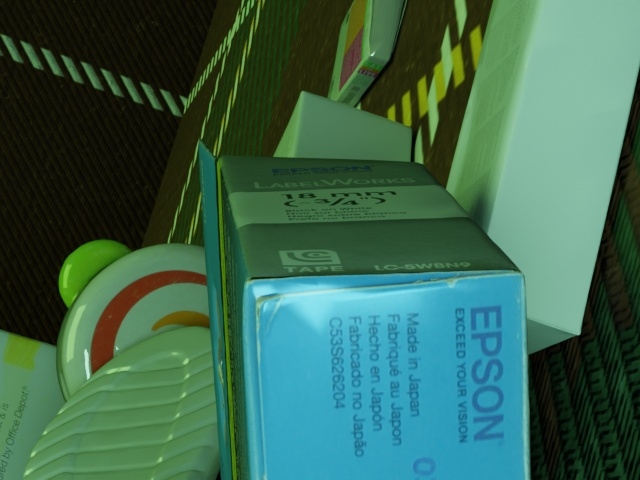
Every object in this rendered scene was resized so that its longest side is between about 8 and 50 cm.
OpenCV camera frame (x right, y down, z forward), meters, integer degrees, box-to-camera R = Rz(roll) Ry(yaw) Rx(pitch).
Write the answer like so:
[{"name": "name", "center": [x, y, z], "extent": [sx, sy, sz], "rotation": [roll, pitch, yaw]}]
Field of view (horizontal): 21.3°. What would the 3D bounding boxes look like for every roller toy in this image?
[{"name": "roller toy", "center": [-0.127, 0.100, 1.469], "extent": [0.146, 0.209, 0.191], "rotation": [157, 121, -77]}]

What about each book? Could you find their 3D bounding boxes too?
[{"name": "book", "center": [0.038, -0.177, 1.527], "extent": [0.144, 0.035, 0.096], "rotation": [133, 150, -68]}]

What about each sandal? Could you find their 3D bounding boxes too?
[{"name": "sandal", "center": [-0.135, 0.217, 1.232], "extent": [0.416, 0.169, 0.102], "rotation": [-83, -25, -56]}]

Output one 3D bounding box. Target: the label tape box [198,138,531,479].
[{"name": "label tape box", "center": [0.011, 0.090, 0.772], "extent": [0.334, 0.106, 0.241], "rotation": [-117, 23, -76]}]

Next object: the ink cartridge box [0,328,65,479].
[{"name": "ink cartridge box", "center": [-0.317, 0.245, 1.662], "extent": [0.160, 0.384, 0.279], "rotation": [126, 160, -60]}]

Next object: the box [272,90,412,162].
[{"name": "box", "center": [0.000, 0.000, 1.244], "extent": [0.170, 0.091, 0.130], "rotation": [-83, 15, -46]}]

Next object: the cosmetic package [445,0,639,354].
[{"name": "cosmetic package", "center": [0.113, -0.064, 0.846], "extent": [0.099, 0.060, 0.239], "rotation": [135, 151, -73]}]

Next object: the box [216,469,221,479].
[{"name": "box", "center": [-0.045, 0.178, 1.283], "extent": [0.220, 0.051, 0.175], "rotation": [-122, 51, -76]}]
